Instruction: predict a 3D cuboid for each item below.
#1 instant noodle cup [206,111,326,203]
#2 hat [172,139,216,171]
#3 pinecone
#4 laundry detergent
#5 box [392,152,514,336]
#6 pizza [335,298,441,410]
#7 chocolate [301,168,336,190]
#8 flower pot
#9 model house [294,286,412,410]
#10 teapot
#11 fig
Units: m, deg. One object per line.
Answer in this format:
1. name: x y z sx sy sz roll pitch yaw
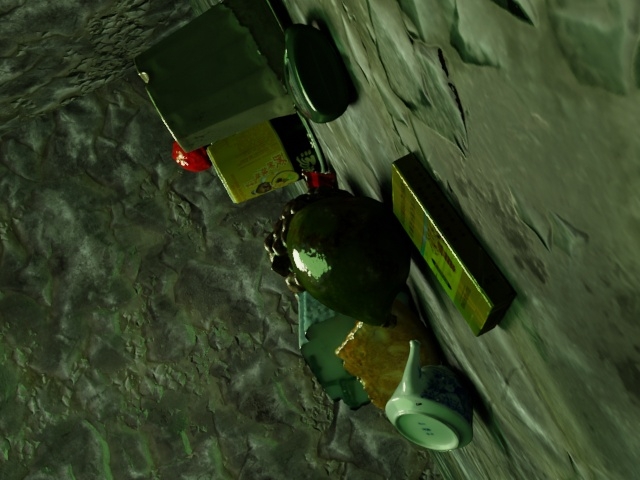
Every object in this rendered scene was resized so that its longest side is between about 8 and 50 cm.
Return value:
1. instant noodle cup: -0.134 -0.205 1.231 0.215 0.236 0.215 62 174 12
2. hat: -0.256 -0.299 1.394 0.274 0.332 0.242 60 -176 -16
3. pinecone: -0.001 0.000 1.044 0.202 0.229 0.201 41 168 -14
4. laundry detergent: -0.018 -0.238 0.752 0.137 0.063 0.211 64 178 -17
5. box: 0.141 0.007 0.588 0.193 0.030 0.121 60 176 25
6. pizza: 0.143 0.237 1.039 0.365 0.182 0.074 58 -164 -27
7. chocolate: 0.002 -0.123 1.224 0.182 0.086 0.028 81 -164 -69
8. flower pot: -0.179 -0.303 0.942 0.290 0.259 0.290 63 177 6
9. model house: 0.073 0.161 1.222 0.329 0.252 0.294 -110 -5 -57
10. teapot: 0.216 0.297 0.968 0.232 0.159 0.159 54 180 -24
11. fig: 0.055 0.046 0.809 0.195 0.195 0.244 -130 22 -73
